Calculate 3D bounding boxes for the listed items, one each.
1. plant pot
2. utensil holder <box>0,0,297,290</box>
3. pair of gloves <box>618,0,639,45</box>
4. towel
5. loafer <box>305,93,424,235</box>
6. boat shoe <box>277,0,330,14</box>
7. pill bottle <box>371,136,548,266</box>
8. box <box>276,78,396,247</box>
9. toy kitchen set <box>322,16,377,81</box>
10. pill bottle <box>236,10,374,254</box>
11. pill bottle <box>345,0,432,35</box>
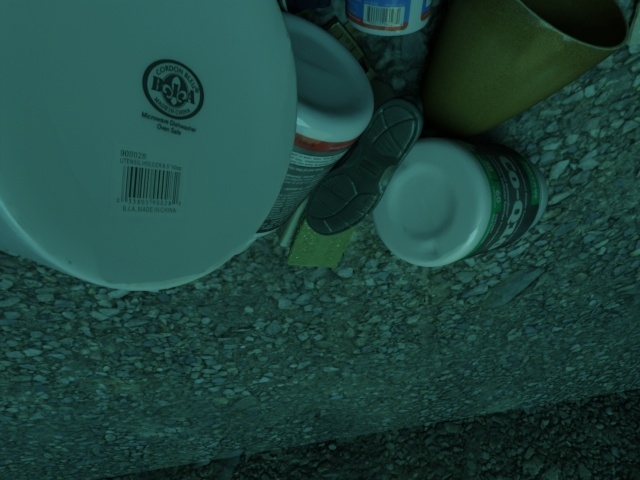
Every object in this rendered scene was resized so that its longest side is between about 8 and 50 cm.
[{"bbox_3d":[0.270,-0.281,0.734,0.236,0.237,0.254,6,150,-19],"label":"plant pot"},{"bbox_3d":[-0.262,-0.147,0.486,0.385,0.328,0.328,14,151,34],"label":"utensil holder"},{"bbox_3d":[0.492,-0.399,0.766,0.239,0.042,0.204,-9,138,-4],"label":"pair of gloves"},{"bbox_3d":[0.000,0.000,0.890,0.109,0.027,0.148,4,138,-18],"label":"towel"},{"bbox_3d":[0.072,-0.110,0.745,0.096,0.084,0.267,40,128,-1],"label":"loafer"},{"bbox_3d":[-0.072,-0.423,0.566,0.158,0.127,0.341,-15,147,-6],"label":"boat shoe"},{"bbox_3d":[0.269,-0.075,0.866,0.360,0.204,0.204,-10,149,-49],"label":"pill bottle"},{"bbox_3d":[0.021,-0.134,0.876,0.121,0.148,0.311,9,136,-23],"label":"box"},{"bbox_3d":[0.057,-0.303,0.746,0.068,0.075,0.083,-35,138,22],"label":"toy kitchen set"},{"bbox_3d":[-0.100,-0.132,0.727,0.210,0.210,0.363,15,143,-27],"label":"pill bottle"},{"bbox_3d":[0.095,-0.396,0.617,0.124,0.124,0.222,-6,138,-6],"label":"pill bottle"}]
